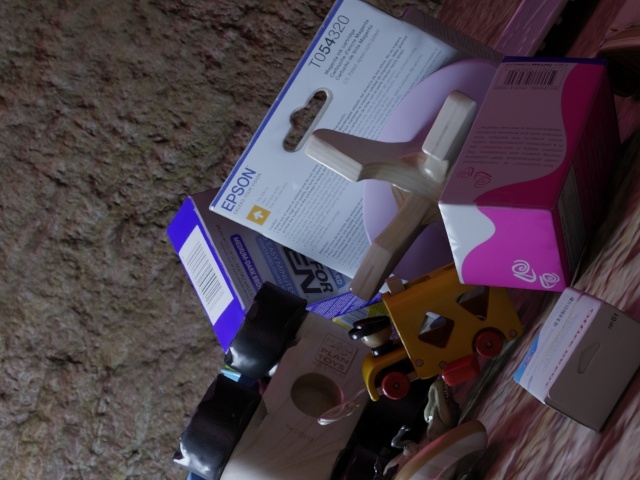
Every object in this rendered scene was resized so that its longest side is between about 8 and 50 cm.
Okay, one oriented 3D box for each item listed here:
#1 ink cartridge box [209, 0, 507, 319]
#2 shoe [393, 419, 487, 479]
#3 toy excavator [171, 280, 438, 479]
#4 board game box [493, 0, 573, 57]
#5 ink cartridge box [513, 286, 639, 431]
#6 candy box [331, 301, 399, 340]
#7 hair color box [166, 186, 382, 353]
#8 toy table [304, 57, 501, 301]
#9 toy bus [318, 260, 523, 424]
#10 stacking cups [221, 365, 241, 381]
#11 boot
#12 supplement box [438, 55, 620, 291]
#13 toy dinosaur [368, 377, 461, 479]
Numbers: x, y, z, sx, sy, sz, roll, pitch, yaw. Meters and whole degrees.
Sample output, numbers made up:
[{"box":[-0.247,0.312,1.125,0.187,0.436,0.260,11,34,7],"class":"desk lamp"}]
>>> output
[{"box":[0.088,-0.102,1.840,0.324,0.330,0.071,-56,17,27],"class":"ink cartridge box"},{"box":[0.087,0.246,1.422,0.076,0.058,0.219,-7,-39,-54],"class":"shoe"},{"box":[-0.030,0.237,1.864,0.433,0.222,0.445,-62,-3,-41],"class":"toy excavator"},{"box":[0.358,-0.362,2.352,0.390,0.050,0.390,-59,5,8],"class":"board game box"},{"box":[0.200,0.089,1.204,0.088,0.052,0.122,-59,4,1],"class":"ink cartridge box"},{"box":[0.078,0.089,2.102,0.027,0.105,0.206,-55,6,37],"class":"candy box"},{"box":[0.000,0.000,2.004,0.339,0.185,0.110,-17,-19,-32],"class":"hair color box"},{"box":[0.119,-0.057,1.699,0.161,0.252,0.274,-35,-37,-61],"class":"toy table"},{"box":[0.097,0.083,1.561,0.191,0.104,0.202,-18,8,44],"class":"toy bus"},{"box":[-0.091,0.212,2.091,0.096,0.096,0.316,157,124,-82],"class":"stacking cups"},{"box":[0.345,-0.230,1.566,0.165,0.077,0.213,-57,5,-3],"class":"boot"},{"box":[0.205,-0.067,1.514,0.220,0.111,0.114,-62,-34,-40],"class":"supplement box"},{"box":[0.051,0.252,1.521,0.268,0.064,0.118,-54,-25,6],"class":"toy dinosaur"}]
